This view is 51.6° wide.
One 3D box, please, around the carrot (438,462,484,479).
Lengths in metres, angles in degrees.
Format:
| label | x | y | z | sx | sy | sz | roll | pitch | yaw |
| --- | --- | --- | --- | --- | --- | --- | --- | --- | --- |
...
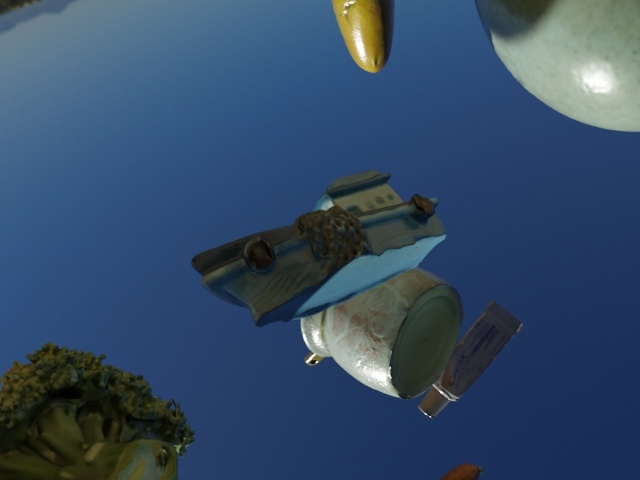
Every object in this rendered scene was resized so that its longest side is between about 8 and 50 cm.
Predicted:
| label | x | y | z | sx | sy | sz | roll | pitch | yaw |
| --- | --- | --- | --- | --- | --- | --- | --- | --- | --- |
| carrot | 0.183 | 0.366 | 0.986 | 0.142 | 0.035 | 0.035 | -18 | -156 | -18 |

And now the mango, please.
| label | x | y | z | sx | sy | sz | roll | pitch | yaw |
| --- | --- | --- | --- | --- | --- | --- | --- | --- | --- |
| mango | 0.069 | -0.362 | 1.044 | 0.098 | 0.195 | 0.137 | -3 | -156 | 8 |

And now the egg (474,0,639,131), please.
| label | x | y | z | sx | sy | sz | roll | pitch | yaw |
| --- | --- | --- | --- | --- | --- | --- | --- | --- | --- |
| egg | 0.192 | -0.177 | 0.444 | 0.169 | 0.169 | 0.237 | -20 | -120 | 1 |

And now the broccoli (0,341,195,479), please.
| label | x | y | z | sx | sy | sz | roll | pitch | yaw |
| --- | --- | --- | --- | --- | --- | --- | --- | --- | --- |
| broccoli | -0.314 | 0.250 | 0.772 | 0.375 | 0.249 | 0.302 | -2 | 143 | -50 |

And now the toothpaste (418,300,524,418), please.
| label | x | y | z | sx | sy | sz | roll | pitch | yaw |
| --- | --- | --- | --- | --- | --- | --- | --- | --- | --- |
| toothpaste | 0.312 | 0.262 | 1.410 | 0.282 | 0.099 | 0.068 | -51 | -122 | 7 |

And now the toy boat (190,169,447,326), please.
| label | x | y | z | sx | sy | sz | roll | pitch | yaw |
| --- | --- | --- | --- | --- | --- | --- | --- | --- | --- |
| toy boat | 0.000 | 0.000 | 0.555 | 0.237 | 0.109 | 0.098 | -19 | -117 | -42 |

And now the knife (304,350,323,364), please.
| label | x | y | z | sx | sy | sz | roll | pitch | yaw |
| --- | --- | --- | --- | --- | --- | --- | --- | --- | --- |
| knife | 0.067 | 0.135 | 1.126 | 0.343 | 0.061 | 0.027 | -51 | -148 | 46 |

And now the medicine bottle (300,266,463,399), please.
| label | x | y | z | sx | sy | sz | roll | pitch | yaw |
| --- | --- | --- | --- | --- | --- | --- | --- | --- | --- |
| medicine bottle | 0.070 | 0.093 | 0.772 | 0.143 | 0.147 | 0.147 | 21 | -133 | 41 |
